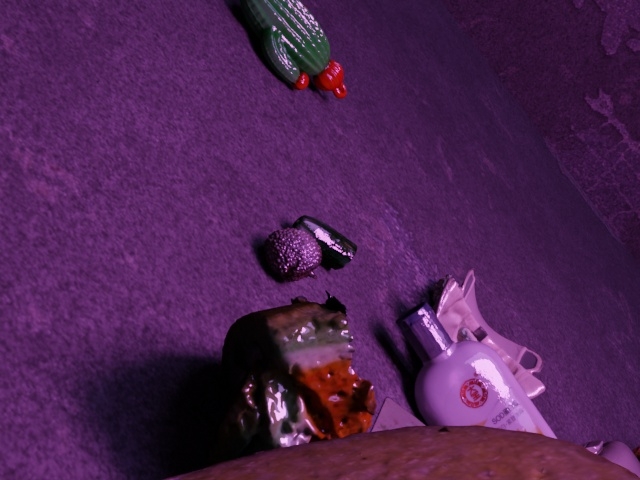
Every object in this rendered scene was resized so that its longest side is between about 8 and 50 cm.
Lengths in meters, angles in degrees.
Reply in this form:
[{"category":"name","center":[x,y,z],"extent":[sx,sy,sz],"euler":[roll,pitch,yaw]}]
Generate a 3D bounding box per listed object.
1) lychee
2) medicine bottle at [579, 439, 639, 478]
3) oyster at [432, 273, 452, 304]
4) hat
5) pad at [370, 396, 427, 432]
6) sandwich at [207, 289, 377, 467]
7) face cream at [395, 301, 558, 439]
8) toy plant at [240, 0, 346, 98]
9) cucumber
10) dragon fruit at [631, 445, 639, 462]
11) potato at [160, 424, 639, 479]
[{"category":"lychee","center":[-0.034,0.019,1.133],"extent":[0.083,0.068,0.067],"euler":[45,-13,-14]},{"category":"medicine bottle","center":[0.474,0.446,1.370],"extent":[0.282,0.123,0.375],"euler":[62,18,16]},{"category":"oyster","center":[0.207,0.104,1.481],"extent":[0.100,0.037,0.098],"euler":[41,42,-71]},{"category":"hat","center":[0.232,0.159,1.384],"extent":[0.219,0.164,0.226],"euler":[52,-1,0]},{"category":"pad","center":[0.170,0.313,1.116],"extent":[0.265,0.009,0.159],"euler":[39,26,0]},{"category":"sandwich","center":[-0.026,0.214,0.834],"extent":[0.162,0.250,0.301],"euler":[-24,89,-20]},{"category":"face cream","center":[0.208,0.217,1.235],"extent":[0.291,0.144,0.071],"euler":[57,-12,1]},{"category":"toy plant","center":[-0.045,-0.332,1.494],"extent":[0.154,0.088,0.240],"euler":[-37,103,-52]},{"category":"cucumber","center":[0.000,0.000,1.229],"extent":[0.105,0.048,0.048],"euler":[35,33,-27]},{"category":"dragon fruit","center":[0.694,0.483,1.620],"extent":[0.291,0.250,0.269],"euler":[-70,140,-65]},{"category":"potato","center":[0.011,0.326,0.538],"extent":[0.442,0.385,0.319],"euler":[-8,95,-18]}]
